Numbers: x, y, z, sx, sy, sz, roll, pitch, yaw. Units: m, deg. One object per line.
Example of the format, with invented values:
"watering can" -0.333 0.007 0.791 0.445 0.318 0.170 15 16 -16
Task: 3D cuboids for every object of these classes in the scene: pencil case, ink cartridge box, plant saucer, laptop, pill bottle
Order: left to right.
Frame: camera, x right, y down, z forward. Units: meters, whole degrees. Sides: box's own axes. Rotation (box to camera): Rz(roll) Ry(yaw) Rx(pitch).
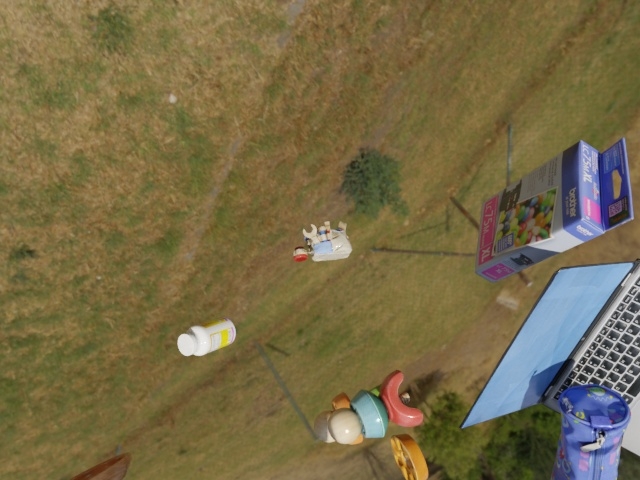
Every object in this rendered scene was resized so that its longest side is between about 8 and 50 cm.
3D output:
"plant saucer" -0.446 0.463 0.988 0.199 0.037 0.200 -26 174 -3
"pill bottle" -0.162 0.138 0.754 0.043 0.043 0.083 -50 160 25
"ink cartridge box" 0.420 -0.057 0.993 0.065 0.186 0.311 28 147 -18
"pencil case" 0.498 0.422 0.995 0.133 0.119 0.306 -48 139 -63
"laptop" 0.539 0.252 0.969 0.236 0.407 0.382 -39 153 -58

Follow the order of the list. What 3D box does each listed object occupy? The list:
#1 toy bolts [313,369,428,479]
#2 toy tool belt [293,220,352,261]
"toy bolts" 0.090 0.362 0.978 0.158 0.218 0.229 -18 149 -16
"toy tool belt" 0.000 0.000 0.719 0.083 0.051 0.052 -5 157 -15
